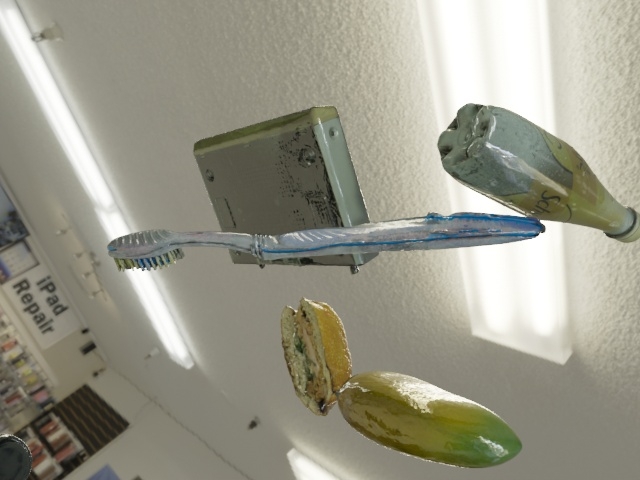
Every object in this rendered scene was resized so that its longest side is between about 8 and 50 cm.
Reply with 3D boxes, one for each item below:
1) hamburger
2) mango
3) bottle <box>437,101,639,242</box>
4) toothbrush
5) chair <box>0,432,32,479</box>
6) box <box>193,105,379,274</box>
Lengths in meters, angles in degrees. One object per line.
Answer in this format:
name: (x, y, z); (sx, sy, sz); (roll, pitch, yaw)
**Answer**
hamburger: (-0.002, 0.289, 1.344); (0.144, 0.156, 0.283); (-28, -116, 26)
mango: (0.123, 0.225, 0.689); (0.237, 0.137, 0.091); (1, -98, 51)
bottle: (0.240, -0.055, 0.554); (0.269, 0.083, 0.083); (21, -23, -25)
toothbrush: (0.000, 0.000, 0.513); (0.413, 0.035, 0.042); (-4, -44, 6)
chair: (-0.551, 0.375, 0.905); (0.221, 0.095, 0.104); (-22, -122, 43)
box: (-0.058, -0.053, 0.714); (0.270, 0.045, 0.211); (0, -67, 46)
